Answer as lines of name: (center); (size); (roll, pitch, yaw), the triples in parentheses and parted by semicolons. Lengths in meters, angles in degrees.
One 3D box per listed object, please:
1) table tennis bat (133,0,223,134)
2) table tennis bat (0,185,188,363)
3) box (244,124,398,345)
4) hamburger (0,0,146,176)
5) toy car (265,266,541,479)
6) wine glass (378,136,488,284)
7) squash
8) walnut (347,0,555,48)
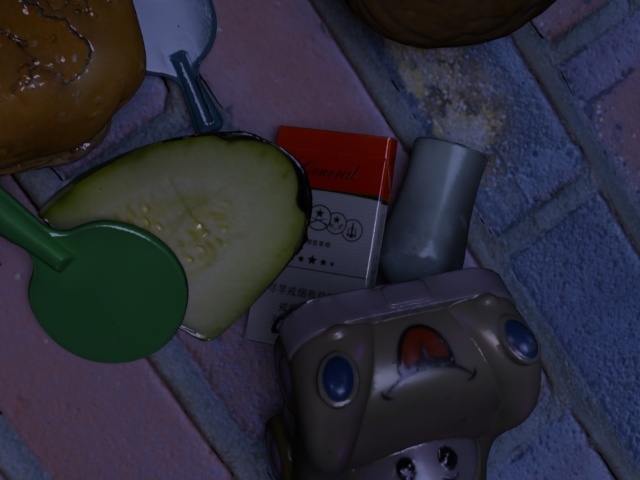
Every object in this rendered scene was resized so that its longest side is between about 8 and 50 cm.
table tennis bat: (-0.160, -0.208, 1.138); (0.124, 0.033, 0.201); (-26, 96, -13)
table tennis bat: (-0.253, 0.029, 1.087); (0.160, 0.039, 0.257); (-45, 114, 11)
box: (0.000, 0.000, 1.152); (0.139, 0.035, 0.245); (7, 88, 21)
hamburger: (-0.334, -0.205, 1.002); (0.305, 0.174, 0.284); (-17, 87, -36)
toy car: (0.082, 0.211, 1.051); (0.242, 0.336, 0.226); (-10, 52, -16)
wine glass: (0.117, 0.003, 1.190); (0.103, 0.103, 0.231); (19, 85, -16)
squash: (-0.135, -0.027, 1.089); (0.237, 0.155, 0.204); (40, 79, -16)
walnut: (0.145, -0.356, 1.099); (0.333, 0.333, 0.332); (0, 91, -17)
